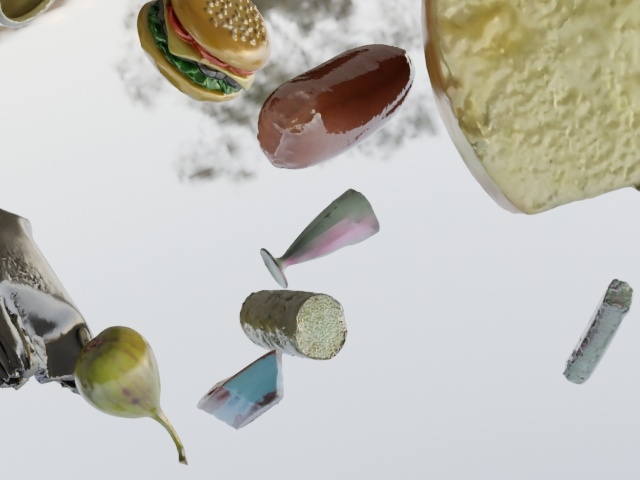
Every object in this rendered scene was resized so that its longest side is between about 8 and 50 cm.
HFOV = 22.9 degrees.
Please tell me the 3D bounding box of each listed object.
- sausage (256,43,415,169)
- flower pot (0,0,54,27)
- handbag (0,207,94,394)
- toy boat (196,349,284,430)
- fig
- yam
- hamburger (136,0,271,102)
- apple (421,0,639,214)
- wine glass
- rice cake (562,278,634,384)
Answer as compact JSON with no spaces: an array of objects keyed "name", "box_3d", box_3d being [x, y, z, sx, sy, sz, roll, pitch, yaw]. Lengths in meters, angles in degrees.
[{"name":"sausage","box_3d":[0.014,-0.108,1.258,0.077,0.077,0.194,-7,-164,36]},{"name":"flower pot","box_3d":[-0.424,-0.441,1.953,0.244,0.307,0.307,29,-146,6]},{"name":"handbag","box_3d":[-0.410,0.083,2.003,0.152,0.288,0.342,-45,159,9]},{"name":"toy boat","box_3d":[-0.108,0.213,2.208,0.136,0.079,0.392,-33,175,-12]},{"name":"fig","box_3d":[-0.204,0.170,1.664,0.093,0.166,0.093,-11,-151,7]},{"name":"yam","box_3d":[-0.047,0.132,2.532,0.107,0.107,0.194,-31,-162,-27]},{"name":"hamburger","box_3d":[-0.136,-0.240,1.847,0.115,0.162,0.162,-43,-173,30]},{"name":"apple","box_3d":[0.205,-0.198,1.250,0.252,0.309,0.314,-9,-167,34]},{"name":"wine glass","box_3d":[0.000,0.000,2.115,0.155,0.073,0.073,-35,-158,-14]},{"name":"rice cake","box_3d":[0.298,0.100,1.690,0.033,0.208,0.033,23,-119,7]}]
